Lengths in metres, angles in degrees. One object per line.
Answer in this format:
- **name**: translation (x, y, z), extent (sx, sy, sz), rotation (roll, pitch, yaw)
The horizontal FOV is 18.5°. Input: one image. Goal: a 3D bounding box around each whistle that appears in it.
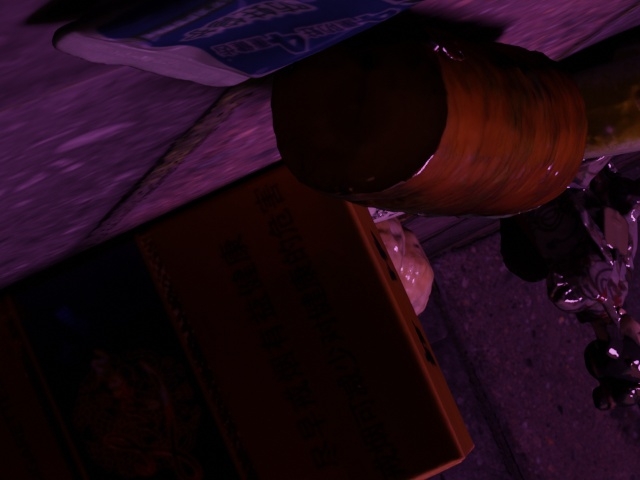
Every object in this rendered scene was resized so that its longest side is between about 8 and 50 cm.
- **whistle**: translation (0.159, -0.076, 1.034), extent (0.104, 0.057, 0.198), rotation (-13, -176, 1)

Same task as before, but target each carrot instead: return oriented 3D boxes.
- **carrot**: translation (0.042, -0.039, 0.657), extent (0.070, 0.070, 0.260), rotation (-25, 175, 16)

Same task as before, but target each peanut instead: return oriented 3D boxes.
- **peanut**: translation (0.028, 0.017, 1.203), extent (0.080, 0.080, 0.174), rotation (-24, 166, 3)

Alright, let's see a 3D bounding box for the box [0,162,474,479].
- **box**: translation (-0.069, 0.074, 0.880), extent (0.237, 0.152, 0.070), rotation (-25, 176, 10)

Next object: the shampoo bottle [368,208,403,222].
- **shampoo bottle**: translation (0.013, -0.021, 0.982), extent (0.141, 0.034, 0.049), rotation (-19, 180, -40)

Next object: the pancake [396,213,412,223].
- **pancake**: translation (0.000, 0.000, 1.339), extent (0.184, 0.020, 0.190), rotation (-23, 175, -22)

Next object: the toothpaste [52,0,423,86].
- **toothpaste**: translation (0.033, -0.070, 0.363), extent (0.197, 0.035, 0.057), rotation (-25, 161, 36)

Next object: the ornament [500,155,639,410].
- **ornament**: translation (0.181, 0.010, 1.271), extent (0.153, 0.196, 0.166), rotation (-26, 178, 38)
